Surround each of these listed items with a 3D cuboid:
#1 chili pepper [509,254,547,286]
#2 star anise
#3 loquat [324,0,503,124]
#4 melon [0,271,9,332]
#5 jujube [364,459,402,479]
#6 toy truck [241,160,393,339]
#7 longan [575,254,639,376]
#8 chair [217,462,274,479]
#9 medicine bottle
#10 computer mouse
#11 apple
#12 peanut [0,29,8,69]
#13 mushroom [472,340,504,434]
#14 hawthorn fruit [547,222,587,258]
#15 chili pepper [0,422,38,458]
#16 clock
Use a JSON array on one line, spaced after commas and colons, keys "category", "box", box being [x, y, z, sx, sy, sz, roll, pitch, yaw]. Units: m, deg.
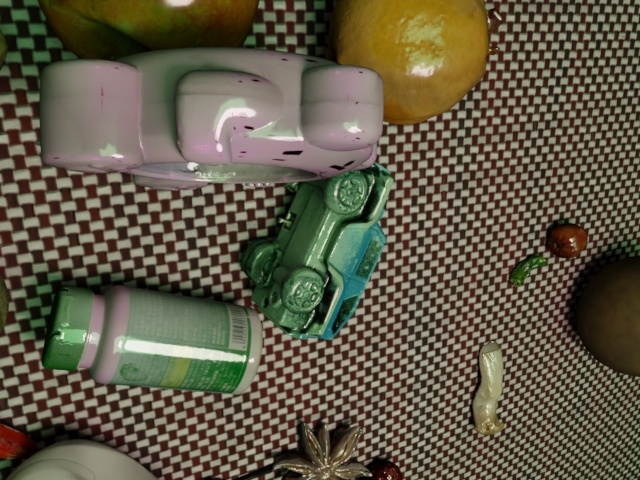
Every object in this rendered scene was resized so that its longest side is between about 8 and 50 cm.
[{"category": "chili pepper", "box": [0.414, 0.059, 1.101, 0.091, 0.034, 0.030, -37, 151, -12]}, {"category": "star anise", "box": [-0.001, 0.398, 0.985, 0.195, 0.065, 0.182, -38, 113, -6]}, {"category": "loquat", "box": [0.121, -0.277, 0.765, 0.238, 0.193, 0.239, 0, 94, -5]}, {"category": "melon", "box": [-0.481, 0.053, 0.548, 0.301, 0.237, 0.238, 30, 91, -34]}, {"category": "jujube", "box": [0.103, 0.506, 1.048, 0.104, 0.104, 0.166, 16, 93, -28]}, {"category": "toy truck", "box": [0.000, 0.000, 0.815, 0.156, 0.155, 0.279, 21, 95, -38]}, {"category": "longan", "box": [0.661, 0.157, 1.132, 0.257, 0.258, 0.258, -8, 109, -23]}, {"category": "chair", "box": [-0.150, 0.491, 0.894, 0.246, 0.172, 0.159, -18, 122, 28]}, {"category": "medicine bottle", "box": [-0.227, 0.135, 0.755, 0.274, 0.133, 0.134, 15, 99, -28]}, {"category": "computer mouse", "box": [-0.312, 0.399, 0.792, 0.184, 0.121, 0.297, -45, 110, 5]}, {"category": "apple", "box": [-0.183, -0.304, 0.616, 0.246, 0.246, 0.227, 28, 74, -29]}, {"category": "peanut", "box": [-0.464, -0.233, 0.524, 0.291, 0.143, 0.159, 16, 109, -31]}, {"category": "mushroom", "box": [0.351, 0.308, 1.133, 0.059, 0.054, 0.202, -4, 101, -30]}, {"category": "hawthorn fruit", "box": [0.495, -0.002, 1.096, 0.077, 0.077, 0.077, -8, 109, -23]}, {"category": "chili pepper", "box": [-0.497, 0.247, 0.700, 0.272, 0.063, 0.071, 20, 125, -36]}, {"category": "clock", "box": [-0.096, -0.121, 0.602, 0.321, 0.295, 0.114, 0, 91, 4]}]
